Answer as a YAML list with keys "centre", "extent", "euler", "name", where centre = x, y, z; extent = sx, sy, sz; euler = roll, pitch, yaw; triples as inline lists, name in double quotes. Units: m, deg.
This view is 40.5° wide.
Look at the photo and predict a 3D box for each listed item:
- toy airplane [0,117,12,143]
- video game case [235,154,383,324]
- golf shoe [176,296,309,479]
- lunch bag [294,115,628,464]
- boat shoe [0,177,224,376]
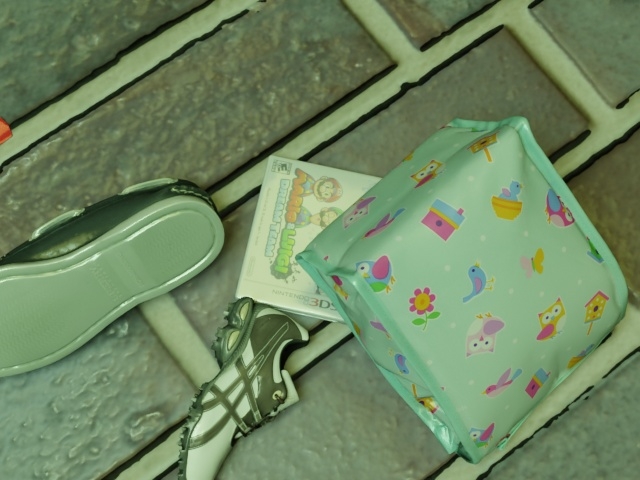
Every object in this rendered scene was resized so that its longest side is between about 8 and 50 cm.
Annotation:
- centre: [-0.402, -0.105, 0.899]
  extent: [0.151, 0.028, 0.151]
  euler: [1, 73, -3]
  name: "toy airplane"
- centre: [0.000, 0.000, 0.884]
  extent: [0.143, 0.019, 0.157]
  euler: [12, 74, 2]
  name: "video game case"
- centre: [-0.071, 0.154, 0.809]
  extent: [0.093, 0.077, 0.198]
  euler: [18, 76, 3]
  name: "golf shoe"
- centre: [0.144, 0.051, 0.799]
  extent: [0.223, 0.160, 0.262]
  euler: [-42, 112, -12]
  name: "lunch bag"
- centre: [-0.238, 0.034, 0.835]
  extent: [0.302, 0.091, 0.114]
  euler: [-22, 120, -9]
  name: "boat shoe"
